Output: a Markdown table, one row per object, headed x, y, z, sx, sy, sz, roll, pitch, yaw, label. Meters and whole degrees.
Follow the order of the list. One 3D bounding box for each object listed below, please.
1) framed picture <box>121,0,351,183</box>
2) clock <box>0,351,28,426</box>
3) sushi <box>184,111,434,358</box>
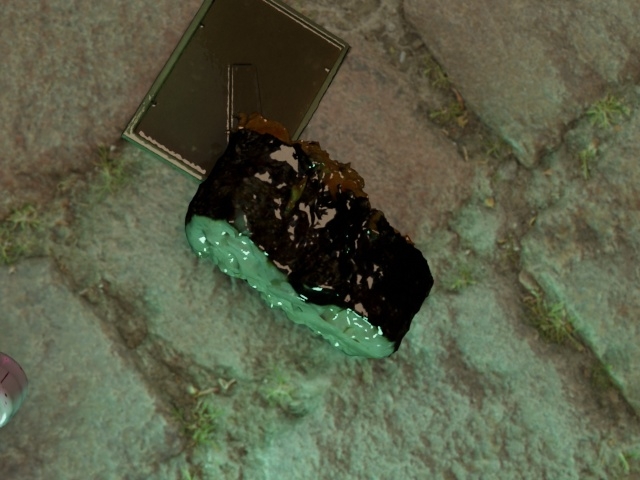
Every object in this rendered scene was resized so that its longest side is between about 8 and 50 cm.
| x | y | z | sx | sy | sz | roll | pitch | yaw | label |
| --- | --- | --- | --- | --- | --- | --- | --- | --- | --- |
| -0.110 | -0.207 | 1.953 | 0.211 | 0.020 | 0.289 | 31 | 72 | -7 | framed picture |
| -0.518 | 0.156 | 1.631 | 0.322 | 0.295 | 0.113 | 35 | 27 | -5 | clock |
| 0.000 | 0.000 | 1.828 | 0.348 | 0.234 | 0.207 | 39 | 71 | -16 | sushi |
